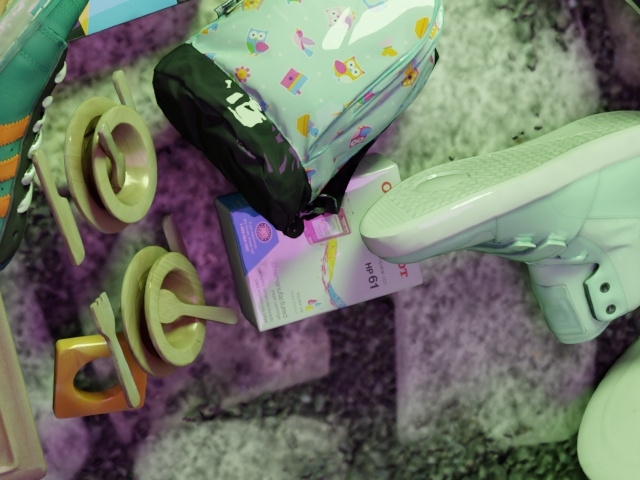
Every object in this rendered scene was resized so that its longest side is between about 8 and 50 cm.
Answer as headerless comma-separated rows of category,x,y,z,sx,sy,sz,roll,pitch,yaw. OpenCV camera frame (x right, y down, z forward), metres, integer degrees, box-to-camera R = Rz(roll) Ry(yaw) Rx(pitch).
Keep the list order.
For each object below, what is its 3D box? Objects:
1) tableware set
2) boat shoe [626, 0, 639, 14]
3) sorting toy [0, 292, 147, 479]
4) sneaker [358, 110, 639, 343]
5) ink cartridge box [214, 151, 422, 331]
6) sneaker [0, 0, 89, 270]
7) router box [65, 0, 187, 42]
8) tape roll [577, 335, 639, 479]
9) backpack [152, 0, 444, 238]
tableware set,-0.109,-0.002,1.176,0.039,0.128,0.194,-6,117,25
boat shoe,0.350,-0.120,1.198,0.187,0.156,0.500,-41,98,19
sorting toy,-0.272,0.119,1.162,0.347,0.047,0.196,-16,131,-11
sneaker,0.145,0.013,1.251,0.255,0.094,0.151,-18,108,-32
ink cartridge box,0.000,0.000,1.255,0.122,0.052,0.089,-17,105,-13
sneaker,-0.221,-0.058,1.149,0.121,0.108,0.302,30,107,-35
router box,-0.154,-0.225,1.170,0.133,0.046,0.179,-21,106,-10
tape roll,0.324,0.145,1.275,0.246,0.246,0.169,-41,109,-4
backpack,0.000,-0.113,1.187,0.182,0.115,0.152,-40,82,-13
